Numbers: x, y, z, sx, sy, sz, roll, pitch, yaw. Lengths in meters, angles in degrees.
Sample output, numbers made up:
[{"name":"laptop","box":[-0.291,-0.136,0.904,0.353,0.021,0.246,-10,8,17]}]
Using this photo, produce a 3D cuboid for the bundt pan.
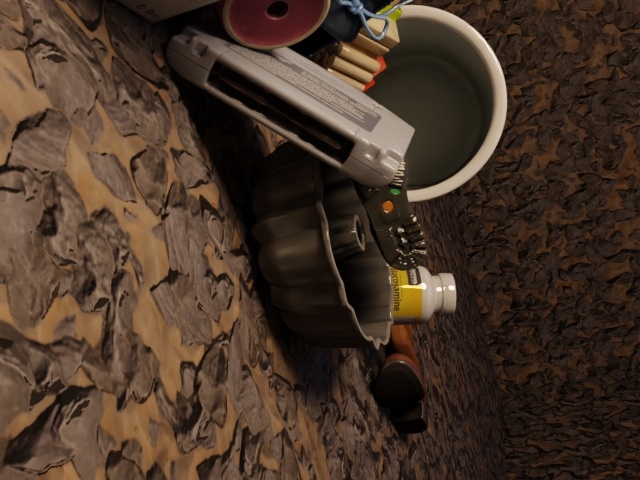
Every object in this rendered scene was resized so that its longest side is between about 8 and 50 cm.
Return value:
[{"name":"bundt pan","box":[0.000,0.000,1.040,0.331,0.124,0.330,-12,90,-73]}]

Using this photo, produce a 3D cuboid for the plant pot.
[{"name":"plant pot","box":[-0.071,-0.340,0.878,0.201,0.201,0.180,45,25,-60]}]

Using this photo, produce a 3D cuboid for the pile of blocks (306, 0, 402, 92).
[{"name":"pile of blocks","box":[0.058,-0.323,1.167,0.113,0.362,0.149,15,25,-40]}]

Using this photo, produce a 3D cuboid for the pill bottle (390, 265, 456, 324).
[{"name":"pill bottle","box":[0.137,0.095,1.274,0.103,0.184,0.103,178,-90,-87]}]

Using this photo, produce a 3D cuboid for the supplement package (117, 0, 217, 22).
[{"name":"supplement package","box":[-0.093,-0.358,0.703,0.175,0.293,0.177,12,66,-72]}]

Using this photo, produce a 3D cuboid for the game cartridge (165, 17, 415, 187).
[{"name":"game cartridge","box":[-0.025,-0.178,0.911,0.297,0.062,0.198,31,21,1]}]

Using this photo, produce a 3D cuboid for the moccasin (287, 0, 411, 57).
[{"name":"moccasin","box":[0.029,-0.318,1.008,0.138,0.342,0.116,27,56,-30]}]

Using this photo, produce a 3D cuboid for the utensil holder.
[{"name":"utensil holder","box":[0.174,-0.237,1.393,0.385,0.328,0.327,-22,99,-79]}]

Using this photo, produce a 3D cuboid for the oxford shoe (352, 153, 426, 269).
[{"name":"oxford shoe","box":[0.089,-0.065,1.060,0.096,0.083,0.227,104,-25,-85]}]

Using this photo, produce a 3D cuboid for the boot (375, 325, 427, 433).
[{"name":"boot","box":[0.166,0.207,1.474,0.264,0.096,0.280,58,25,-47]}]
